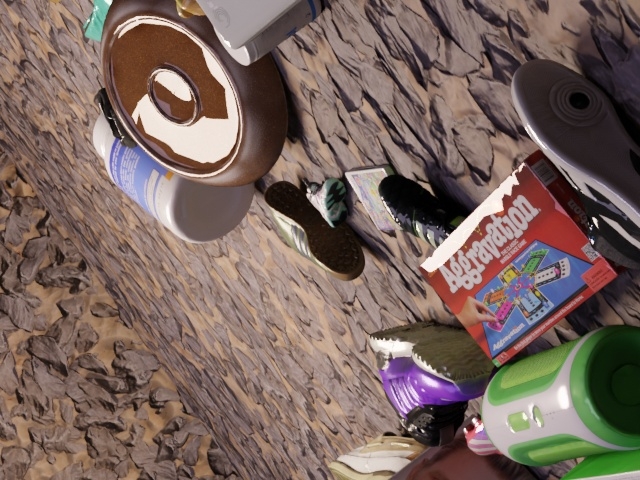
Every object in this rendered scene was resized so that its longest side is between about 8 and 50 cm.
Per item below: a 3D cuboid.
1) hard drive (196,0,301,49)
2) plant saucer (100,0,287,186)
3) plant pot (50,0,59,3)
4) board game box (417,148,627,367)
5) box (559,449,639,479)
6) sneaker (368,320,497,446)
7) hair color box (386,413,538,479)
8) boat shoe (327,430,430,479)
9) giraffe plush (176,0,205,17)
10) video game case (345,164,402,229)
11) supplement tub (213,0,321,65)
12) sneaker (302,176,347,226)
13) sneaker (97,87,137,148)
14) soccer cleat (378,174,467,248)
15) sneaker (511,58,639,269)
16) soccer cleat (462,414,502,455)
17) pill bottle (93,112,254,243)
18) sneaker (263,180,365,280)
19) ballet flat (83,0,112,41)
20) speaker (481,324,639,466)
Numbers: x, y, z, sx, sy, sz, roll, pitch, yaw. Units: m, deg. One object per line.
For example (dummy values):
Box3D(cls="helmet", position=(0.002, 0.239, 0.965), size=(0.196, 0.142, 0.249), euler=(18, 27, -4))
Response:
Box3D(cls="hard drive", position=(-0.055, -0.336, 1.516), size=(0.203, 0.040, 0.307), euler=(56, 141, -3))
Box3D(cls="plant saucer", position=(-0.181, -0.198, 2.040), size=(0.311, 0.050, 0.310), euler=(23, 133, 27))
Box3D(cls="plant pot", position=(-0.416, -0.456, 2.133), size=(0.254, 0.237, 0.237), euler=(46, 165, -17))
Box3D(cls="board game box", position=(0.203, 0.026, 1.607), size=(0.145, 0.027, 0.281), euler=(52, 151, 8))
Box3D(cls="box", position=(0.387, 0.292, 1.538), size=(0.231, 0.127, 0.262), euler=(54, 162, 2))
Box3D(cls="sneaker", position=(0.152, 0.189, 1.934), size=(0.293, 0.102, 0.146), euler=(-164, 64, -74))
Box3D(cls="hair color box", position=(0.126, 0.404, 2.040), size=(0.174, 0.347, 0.105), euler=(46, 160, 26))
Box3D(cls="boat shoe", position=(0.108, 0.358, 2.403), size=(0.113, 0.103, 0.302), euler=(45, 163, -13))
Box3D(cls="giraffe plush", position=(-0.146, -0.333, 1.760), size=(0.210, 0.181, 0.170), euler=(37, 178, 19))
Box3D(cls="video game case", position=(0.077, -0.051, 1.899), size=(0.087, 0.011, 0.122), euler=(58, 162, -11))
Box3D(cls="supplement tub", position=(-0.059, -0.251, 1.727), size=(0.071, 0.107, 0.071), euler=(48, 164, 18))
Box3D(cls="sneaker", position=(0.000, -0.065, 2.026), size=(0.069, 0.038, 0.098), euler=(45, 159, 26))
Box3D(cls="sneaker", position=(-0.212, -0.174, 2.198), size=(0.296, 0.147, 0.104), euler=(29, 147, 51))
Box3D(cls="soccer cleat", position=(0.139, -0.017, 1.742), size=(0.179, 0.060, 0.072), euler=(45, 151, 10))
Box3D(cls="sneaker", position=(0.239, -0.053, 1.372), size=(0.217, 0.079, 0.121), euler=(48, 159, 17))
Box3D(cls="soccer cleat", position=(0.240, 0.227, 1.881), size=(0.095, 0.083, 0.248), euler=(46, 158, 13))
Box3D(cls="pill bottle", position=(-0.231, -0.117, 2.338), size=(0.272, 0.152, 0.152), euler=(37, 155, 43))
Box3D(cls="sneaker", position=(0.000, 0.000, 2.117), size=(0.192, 0.064, 0.086), euler=(44, 167, 31))
Box3D(cls="ballet flat", position=(-0.290, -0.326, 2.240), size=(0.087, 0.083, 0.247), euler=(41, 164, -1))
Box3D(cls="speaker", position=(0.265, 0.164, 1.602), size=(0.131, 0.131, 0.296), euler=(54, 162, 2))
